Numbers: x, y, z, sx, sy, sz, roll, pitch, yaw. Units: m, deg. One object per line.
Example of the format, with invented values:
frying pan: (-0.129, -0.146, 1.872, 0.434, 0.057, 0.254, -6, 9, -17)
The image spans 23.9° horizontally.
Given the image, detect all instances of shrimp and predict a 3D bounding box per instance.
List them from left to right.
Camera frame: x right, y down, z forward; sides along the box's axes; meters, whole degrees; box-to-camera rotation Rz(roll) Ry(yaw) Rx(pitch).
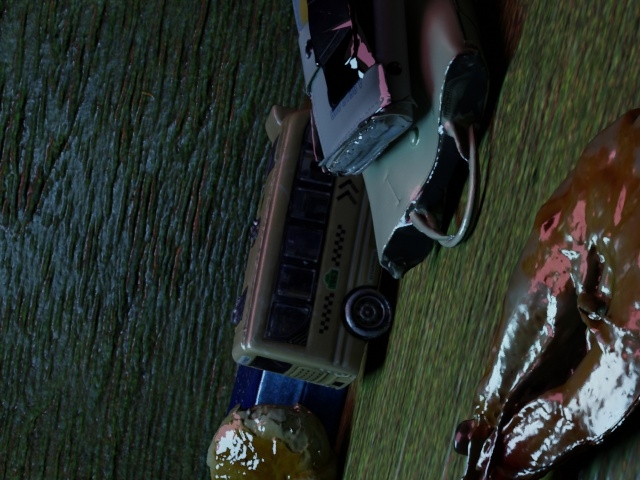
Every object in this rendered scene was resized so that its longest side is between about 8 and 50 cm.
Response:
shrimp: (0.132, 0.061, 0.796, 0.154, 0.062, 0.294, -95, 19, -51)

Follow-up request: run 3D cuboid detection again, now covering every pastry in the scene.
pastry: (-0.051, 0.244, 1.635, 0.081, 0.153, 0.153, -19, -54, -65)

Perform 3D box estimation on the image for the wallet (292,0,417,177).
wallet: (0.023, -0.185, 1.349, 0.170, 0.069, 0.231, 144, 126, -58)

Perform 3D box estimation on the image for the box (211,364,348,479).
box: (-0.055, 0.235, 1.827, 0.261, 0.116, 0.279, -109, 34, -79)

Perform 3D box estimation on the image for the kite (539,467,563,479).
kite: (0.106, 0.248, 0.868, 0.377, 0.013, 0.327, 124, 159, -74)

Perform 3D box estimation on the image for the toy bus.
toy bus: (0.000, 0.000, 1.576, 0.139, 0.157, 0.289, 132, 150, -76)

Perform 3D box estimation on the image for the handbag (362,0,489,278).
handbag: (0.083, -0.110, 1.345, 0.315, 0.109, 0.241, -92, 15, -51)
